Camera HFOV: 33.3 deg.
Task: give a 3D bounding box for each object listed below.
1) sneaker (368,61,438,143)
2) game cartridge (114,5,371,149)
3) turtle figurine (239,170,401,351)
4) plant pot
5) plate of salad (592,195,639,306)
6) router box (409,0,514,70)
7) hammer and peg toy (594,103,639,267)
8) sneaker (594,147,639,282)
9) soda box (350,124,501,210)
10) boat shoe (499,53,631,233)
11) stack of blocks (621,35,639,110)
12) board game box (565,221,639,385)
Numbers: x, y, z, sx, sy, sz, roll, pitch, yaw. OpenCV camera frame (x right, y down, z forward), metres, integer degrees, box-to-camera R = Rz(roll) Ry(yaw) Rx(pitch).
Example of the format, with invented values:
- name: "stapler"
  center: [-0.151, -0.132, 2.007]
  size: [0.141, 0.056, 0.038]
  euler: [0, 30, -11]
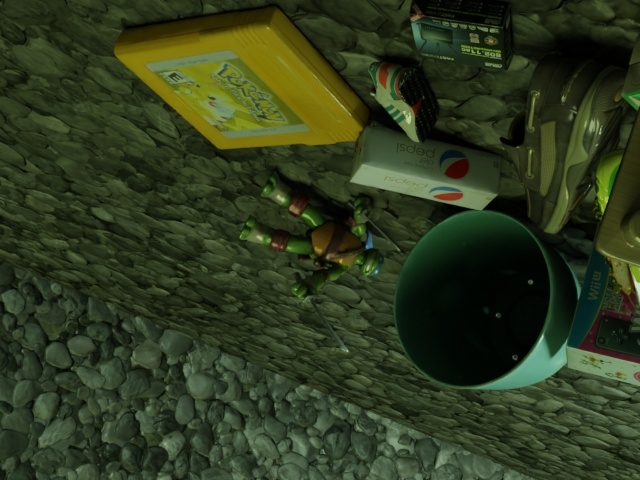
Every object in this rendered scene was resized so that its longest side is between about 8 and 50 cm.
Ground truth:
- name: "sneaker"
  center: [0.114, -0.201, 1.523]
  size: [0.075, 0.057, 0.161]
  euler: [28, 166, 31]
- name: "game cartridge"
  center: [-0.114, -0.235, 1.636]
  size: [0.323, 0.053, 0.285]
  euler: [2, 152, 40]
- name: "turtle figurine"
  center: [0.000, 0.000, 1.909]
  size: [0.266, 0.275, 0.198]
  euler: [27, 124, -5]
- name: "plant pot"
  center: [0.310, 0.117, 1.802]
  size: [0.293, 0.293, 0.235]
  euler: [2, 168, 40]
- name: "plate of salad"
  center: [0.421, 0.002, 1.530]
  size: [0.048, 0.200, 0.200]
  euler: [-17, 146, 14]
- name: "router box"
  center: [0.176, -0.260, 1.330]
  size: [0.122, 0.038, 0.092]
  euler: [13, 158, 19]
- name: "hammer and peg toy"
  center: [0.478, -0.057, 1.038]
  size: [0.361, 0.266, 0.127]
  euler: [18, 180, 6]
- name: "sneaker"
  center: [0.457, 0.004, 1.356]
  size: [0.123, 0.109, 0.295]
  euler: [-15, 123, 44]
- name: "soda box"
  center: [0.159, -0.108, 1.614]
  size: [0.216, 0.069, 0.074]
  euler: [11, 160, -10]
- name: "boat shoe"
  center: [0.317, -0.135, 1.421]
  size: [0.130, 0.132, 0.355]
  euler: [35, 157, 17]
- name: "stack of blocks"
  center: [0.476, -0.197, 1.142]
  size: [0.171, 0.087, 0.297]
  euler: [34, 155, -29]
- name: "board game box"
  center: [0.551, 0.116, 1.637]
  size: [0.303, 0.224, 0.097]
  euler: [12, 158, 20]
